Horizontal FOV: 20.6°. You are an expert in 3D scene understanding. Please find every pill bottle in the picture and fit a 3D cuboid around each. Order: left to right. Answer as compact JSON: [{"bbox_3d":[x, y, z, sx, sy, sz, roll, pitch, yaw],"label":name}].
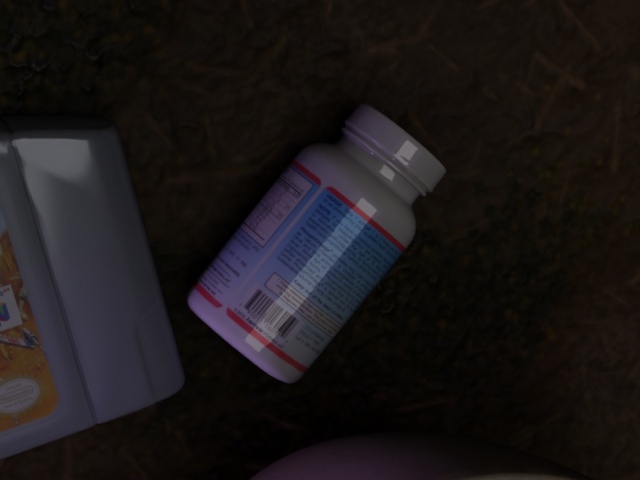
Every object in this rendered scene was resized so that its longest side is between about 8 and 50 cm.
[{"bbox_3d":[0.000,0.000,1.047,0.087,0.087,0.160,40,90,-26],"label":"pill bottle"}]

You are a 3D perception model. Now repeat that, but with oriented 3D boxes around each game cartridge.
[{"bbox_3d":[-0.238,0.042,0.989,0.297,0.062,0.198,-19,116,-14],"label":"game cartridge"}]

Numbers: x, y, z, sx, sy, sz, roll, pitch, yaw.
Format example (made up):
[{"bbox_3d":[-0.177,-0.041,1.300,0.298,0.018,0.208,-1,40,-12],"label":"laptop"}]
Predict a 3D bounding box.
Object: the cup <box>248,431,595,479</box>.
[{"bbox_3d":[0.038,0.247,1.055,0.331,0.237,0.331,-6,108,-20],"label":"cup"}]
